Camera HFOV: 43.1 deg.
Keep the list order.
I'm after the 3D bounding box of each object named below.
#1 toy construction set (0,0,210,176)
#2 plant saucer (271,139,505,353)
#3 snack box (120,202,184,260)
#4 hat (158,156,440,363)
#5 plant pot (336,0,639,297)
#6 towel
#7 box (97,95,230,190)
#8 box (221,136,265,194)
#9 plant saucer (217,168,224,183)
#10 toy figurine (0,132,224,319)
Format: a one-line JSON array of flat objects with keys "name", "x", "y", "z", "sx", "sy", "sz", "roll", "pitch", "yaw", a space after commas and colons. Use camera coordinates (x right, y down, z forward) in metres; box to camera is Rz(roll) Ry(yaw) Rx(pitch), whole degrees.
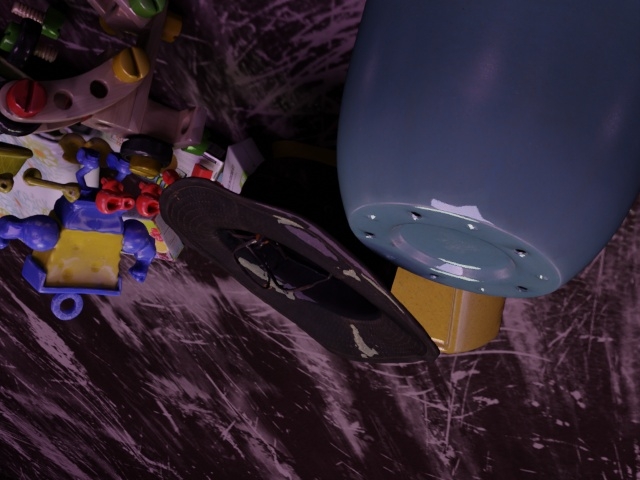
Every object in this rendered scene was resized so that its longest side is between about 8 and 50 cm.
[{"name": "toy construction set", "x": -0.193, "y": -0.214, "z": 0.873, "sx": 0.237, "sy": 0.257, "sz": 0.309, "roll": 23, "pitch": 139, "yaw": -28}, {"name": "plant saucer", "x": 0.087, "y": 0.035, "z": 1.109, "sx": 0.333, "sy": 0.081, "sz": 0.332, "roll": 14, "pitch": 144, "yaw": 15}, {"name": "snack box", "x": -0.304, "y": -0.018, "z": 1.316, "sx": 0.141, "sy": 0.037, "sz": 0.100, "roll": 8, "pitch": 141, "yaw": 24}, {"name": "hat", "x": 0.000, "y": 0.000, "z": 0.866, "sx": 0.331, "sy": 0.134, "sz": 0.331, "roll": 26, "pitch": 158, "yaw": 12}, {"name": "plant pot", "x": 0.145, "y": -0.091, "z": 0.701, "sx": 0.293, "sy": 0.235, "sz": 0.293, "roll": 19, "pitch": 162, "yaw": 6}, {"name": "towel", "x": -0.467, "y": -0.129, "z": 1.172, "sx": 0.320, "sy": 0.090, "sz": 0.374, "roll": 36, "pitch": 147, "yaw": 6}, {"name": "box", "x": -0.231, "y": -0.134, "z": 1.097, "sx": 0.207, "sy": 0.036, "sz": 0.114, "roll": 32, "pitch": 137, "yaw": -5}, {"name": "box", "x": -0.069, "y": -0.022, "z": 1.059, "sx": 0.186, "sy": 0.038, "sz": 0.145, "roll": 61, "pitch": 159, "yaw": 13}, {"name": "plant saucer", "x": -0.221, "y": -0.109, "z": 1.162, "sx": 0.192, "sy": 0.018, "sz": 0.067, "roll": 20, "pitch": 145, "yaw": 8}, {"name": "toy figurine", "x": -0.291, "y": 0.006, "z": 0.941, "sx": 0.363, "sy": 0.217, "sz": 0.191, "roll": 4, "pitch": -156, "yaw": -42}]
